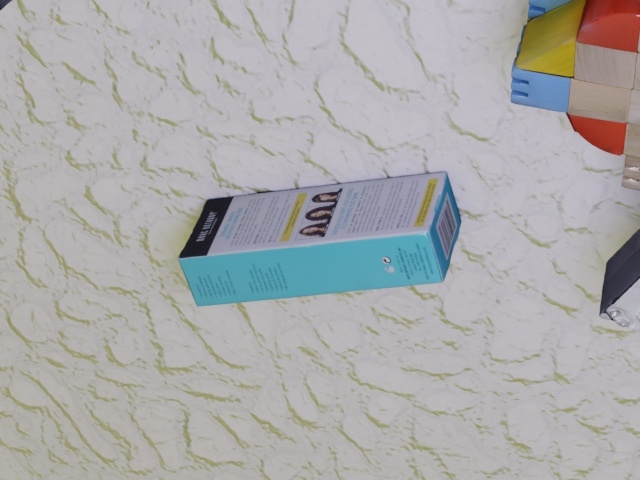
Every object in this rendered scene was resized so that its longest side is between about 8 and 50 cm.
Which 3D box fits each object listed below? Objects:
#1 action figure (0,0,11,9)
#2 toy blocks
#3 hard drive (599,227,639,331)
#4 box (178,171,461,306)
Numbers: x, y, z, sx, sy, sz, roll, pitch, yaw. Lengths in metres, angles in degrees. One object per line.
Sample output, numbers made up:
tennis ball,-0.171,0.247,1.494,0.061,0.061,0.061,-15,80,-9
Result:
action figure,-0.317,-0.328,1.616,0.164,0.141,0.276,8,142,13
toy blocks,0.271,-0.156,1.527,0.261,0.191,0.381,12,150,11
hard drive,0.424,0.046,1.555,0.339,0.064,0.237,17,153,-8
box,0.000,0.000,1.780,0.244,0.100,0.060,-6,123,20
